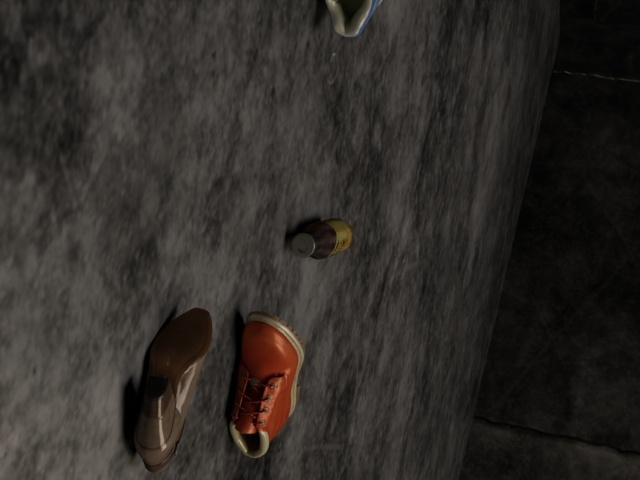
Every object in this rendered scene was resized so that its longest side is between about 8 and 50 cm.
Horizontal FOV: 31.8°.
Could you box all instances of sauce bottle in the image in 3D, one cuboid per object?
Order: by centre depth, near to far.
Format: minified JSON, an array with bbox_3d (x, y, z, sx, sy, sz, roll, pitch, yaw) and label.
[{"bbox_3d":[0.000,0.000,1.206,0.128,0.042,0.042,-19,119,-70],"label":"sauce bottle"}]

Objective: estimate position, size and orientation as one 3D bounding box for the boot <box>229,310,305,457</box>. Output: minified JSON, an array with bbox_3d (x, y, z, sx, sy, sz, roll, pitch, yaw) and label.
[{"bbox_3d":[-0.056,0.140,1.076,0.084,0.059,0.158,-57,155,-42],"label":"boot"}]

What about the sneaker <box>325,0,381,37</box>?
[{"bbox_3d":[0.033,-0.283,1.061,0.211,0.080,0.081,77,25,-53],"label":"sneaker"}]

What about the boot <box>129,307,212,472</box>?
[{"bbox_3d":[-0.117,0.121,0.889,0.118,0.042,0.087,-60,162,-47],"label":"boot"}]
